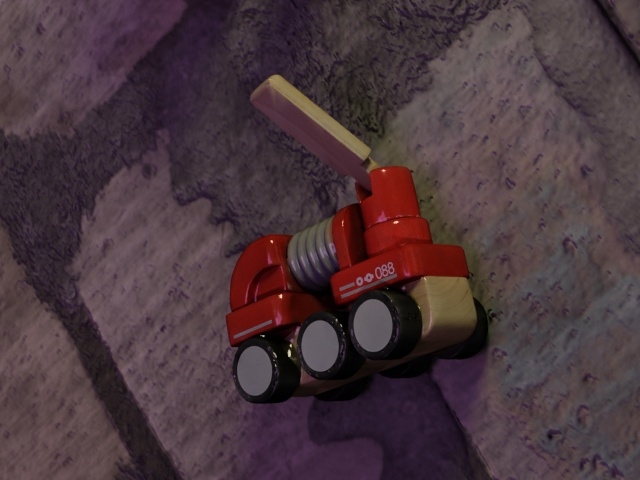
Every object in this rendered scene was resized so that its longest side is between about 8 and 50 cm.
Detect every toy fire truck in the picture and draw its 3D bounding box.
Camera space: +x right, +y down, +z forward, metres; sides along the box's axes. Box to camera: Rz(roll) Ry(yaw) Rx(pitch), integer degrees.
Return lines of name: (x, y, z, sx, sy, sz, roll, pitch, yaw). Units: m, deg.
toy fire truck: (0.000, 0.000, 1.669, 0.217, 0.158, 0.246, -24, 72, 41)
